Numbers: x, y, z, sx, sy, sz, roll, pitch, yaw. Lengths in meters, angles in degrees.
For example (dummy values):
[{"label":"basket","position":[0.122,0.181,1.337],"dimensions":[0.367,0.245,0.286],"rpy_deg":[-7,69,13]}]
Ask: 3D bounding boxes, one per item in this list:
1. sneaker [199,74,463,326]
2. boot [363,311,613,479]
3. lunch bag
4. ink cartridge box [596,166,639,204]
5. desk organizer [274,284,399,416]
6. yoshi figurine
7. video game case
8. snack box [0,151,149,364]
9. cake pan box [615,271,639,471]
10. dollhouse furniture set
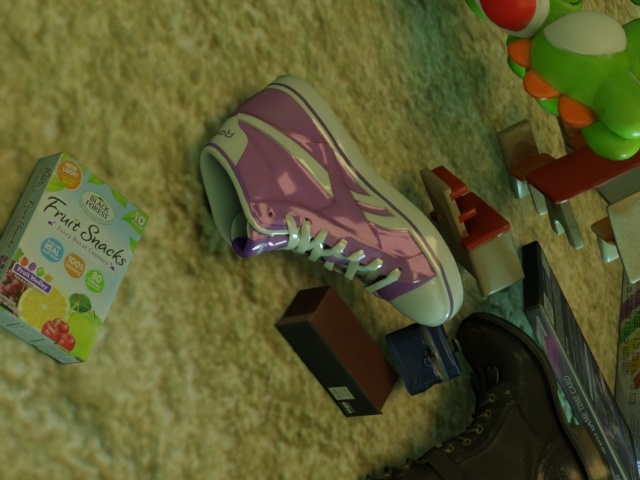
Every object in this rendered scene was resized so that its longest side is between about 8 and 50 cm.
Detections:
[{"label":"sneaker","position":[-0.001,0.000,1.249],"dimensions":[0.282,0.102,0.161],"rpy_deg":[48,54,-4]},{"label":"boot","position":[0.143,0.206,1.357],"dimensions":[0.229,0.091,0.263],"rpy_deg":[-21,57,-21]},{"label":"lunch bag","position":[0.107,0.112,1.337],"dimensions":[0.098,0.065,0.067],"rpy_deg":[42,25,-83]},{"label":"ink cartridge box","position":[0.438,-0.124,1.704],"dimensions":[0.128,0.127,0.176],"rpy_deg":[40,57,-33]},{"label":"desk organizer","position":[0.018,0.107,1.299],"dimensions":[0.130,0.047,0.050],"rpy_deg":[54,48,-25]},{"label":"yoshi figurine","position":[0.271,-0.240,1.421],"dimensions":[0.362,0.203,0.203],"rpy_deg":[64,7,27]},{"label":"video game case","position":[0.291,0.152,1.506],"dimensions":[0.274,0.026,0.196],"rpy_deg":[63,16,-14]},{"label":"snack box","position":[-0.208,0.015,1.090],"dimensions":[0.100,0.037,0.141],"rpy_deg":[41,56,-35]},{"label":"cake pan box","position":[0.473,0.140,1.613],"dimensions":[0.070,0.246,0.267],"rpy_deg":[25,67,-41]},{"label":"dollhouse furniture set","position":[0.250,-0.061,1.426],"dimensions":[0.259,0.262,0.135],"rpy_deg":[-26,117,-7]}]
